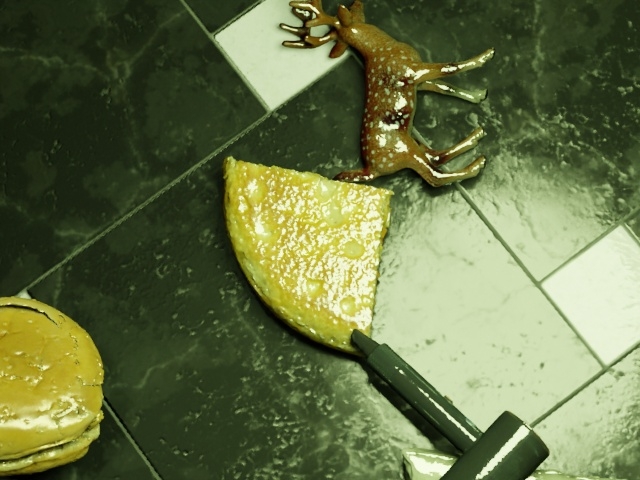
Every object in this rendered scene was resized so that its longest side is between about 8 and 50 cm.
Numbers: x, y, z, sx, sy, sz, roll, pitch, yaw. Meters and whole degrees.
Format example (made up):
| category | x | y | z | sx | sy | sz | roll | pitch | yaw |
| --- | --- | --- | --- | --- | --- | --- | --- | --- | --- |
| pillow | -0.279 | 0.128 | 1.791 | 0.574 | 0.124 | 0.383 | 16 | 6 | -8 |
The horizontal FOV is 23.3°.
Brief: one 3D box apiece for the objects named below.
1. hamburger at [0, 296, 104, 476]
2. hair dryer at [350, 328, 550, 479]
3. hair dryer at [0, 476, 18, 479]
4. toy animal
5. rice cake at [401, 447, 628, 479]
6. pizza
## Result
| category | x | y | z | sx | sy | sz | roll | pitch | yaw |
| --- | --- | --- | --- | --- | --- | --- | --- | --- | --- |
| hamburger | -0.344 | 0.161 | 1.721 | 0.214 | 0.108 | 0.213 | 10 | 48 | -11 |
| hair dryer | 0.115 | 0.196 | 1.707 | 0.255 | 0.070 | 0.128 | 40 | 80 | 20 |
| hair dryer | -0.398 | 0.444 | 1.706 | 0.301 | 0.121 | 0.361 | 38 | 90 | 2 |
| toy animal | 0.073 | -0.187 | 1.834 | 0.260 | 0.087 | 0.243 | 6 | 75 | 0 |
| rice cake | 0.215 | 0.272 | 1.730 | 0.256 | 0.052 | 0.057 | 7 | 110 | 4 |
| pizza | 0.000 | 0.000 | 1.805 | 0.197 | 0.058 | 0.292 | -38 | 80 | -8 |
